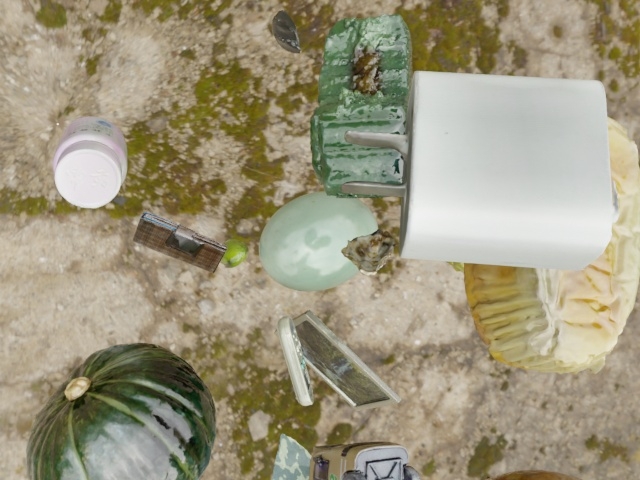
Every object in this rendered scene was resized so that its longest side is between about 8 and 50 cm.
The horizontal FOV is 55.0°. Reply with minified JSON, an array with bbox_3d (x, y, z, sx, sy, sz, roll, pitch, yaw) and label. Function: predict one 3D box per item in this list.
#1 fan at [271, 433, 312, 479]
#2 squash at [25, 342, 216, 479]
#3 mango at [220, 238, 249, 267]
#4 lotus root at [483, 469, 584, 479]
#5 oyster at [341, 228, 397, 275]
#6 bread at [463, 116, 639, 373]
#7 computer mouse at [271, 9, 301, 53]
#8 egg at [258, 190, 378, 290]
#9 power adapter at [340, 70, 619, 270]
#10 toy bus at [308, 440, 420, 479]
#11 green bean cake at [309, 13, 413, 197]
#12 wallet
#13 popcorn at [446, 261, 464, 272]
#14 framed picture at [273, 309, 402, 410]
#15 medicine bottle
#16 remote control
[{"bbox_3d":[-0.036,0.464,1.102,0.009,0.131,0.240,-13,99,-57],"label":"fan"},{"bbox_3d":[-0.219,0.216,0.693,0.172,0.218,0.218,42,82,-30],"label":"squash"},{"bbox_3d":[-0.241,0.033,1.703,0.091,0.165,0.074,-27,95,-19],"label":"mango"},{"bbox_3d":[0.209,0.328,0.648,0.180,0.188,0.199,25,63,-11],"label":"lotus root"},{"bbox_3d":[0.110,0.023,1.288,0.148,0.103,0.051,-35,141,-34],"label":"oyster"},{"bbox_3d":[0.341,-0.001,0.926,0.236,0.183,0.389,15,78,-9],"label":"bread"},{"bbox_3d":[-0.085,-0.490,1.457,0.047,0.135,0.079,-26,143,-10],"label":"computer mouse"},{"bbox_3d":[0.000,0.000,1.752,0.389,0.276,0.276,-24,109,-37],"label":"egg"},{"bbox_3d":[0.149,-0.072,0.635,0.255,0.124,0.187,3,71,4],"label":"power adapter"},{"bbox_3d":[0.057,0.466,0.979,0.139,0.157,0.290,8,80,-39],"label":"toy bus"},{"bbox_3d":[0.082,-0.240,1.100,0.169,0.300,0.308,0,100,11],"label":"green bean cake"},{"bbox_3d":[-0.363,0.009,1.589,0.230,0.124,0.042,25,51,-11],"label":"wallet"},{"bbox_3d":[0.330,-0.057,1.201,0.247,0.282,0.282,7,97,-23],"label":"popcorn"},{"bbox_3d":[0.036,0.318,1.585,0.324,0.240,0.020,45,59,-5],"label":"framed picture"},{"bbox_3d":[-0.498,-0.173,1.338,0.152,0.254,0.152,-7,115,-15],"label":"medicine bottle"},{"bbox_3d":[-0.060,0.286,1.453,0.042,0.078,0.221,-14,99,4],"label":"remote control"}]
